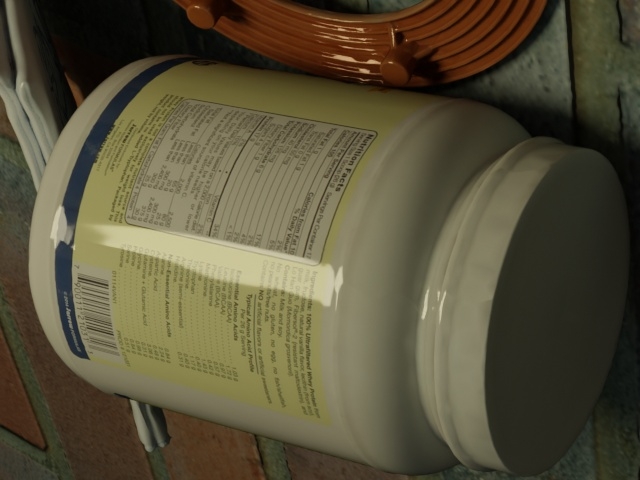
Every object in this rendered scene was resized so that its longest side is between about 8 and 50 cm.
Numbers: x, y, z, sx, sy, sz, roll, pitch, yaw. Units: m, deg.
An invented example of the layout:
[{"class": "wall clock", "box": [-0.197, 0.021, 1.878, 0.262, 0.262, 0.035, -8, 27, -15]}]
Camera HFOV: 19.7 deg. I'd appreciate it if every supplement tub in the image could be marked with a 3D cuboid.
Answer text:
[{"class": "supplement tub", "box": [0.007, 0.015, 1.166, 0.325, 0.235, 0.235, 12, 137, 30]}]

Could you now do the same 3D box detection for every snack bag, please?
[{"class": "snack bag", "box": [-0.192, -0.059, 1.370, 0.323, 0.037, 0.342, -112, 5, -52]}]

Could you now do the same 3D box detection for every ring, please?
[{"class": "ring", "box": [-0.021, -0.205, 1.084, 0.337, 0.032, 0.336, 21, 147, 14]}]
